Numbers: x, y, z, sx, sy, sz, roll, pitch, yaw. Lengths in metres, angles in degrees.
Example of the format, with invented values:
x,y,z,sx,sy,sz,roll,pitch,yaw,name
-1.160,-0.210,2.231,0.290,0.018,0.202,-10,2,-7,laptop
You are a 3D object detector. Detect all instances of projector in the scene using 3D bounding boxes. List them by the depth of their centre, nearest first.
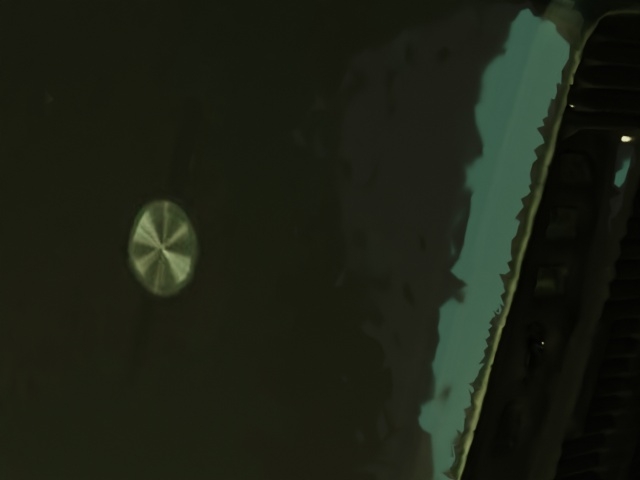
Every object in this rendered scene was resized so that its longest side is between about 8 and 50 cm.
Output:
x,y,z,sx,sy,sz,roll,pitch,yaw,name
0.000,0.000,0.993,0.405,0.242,0.395,24,106,37,projector
